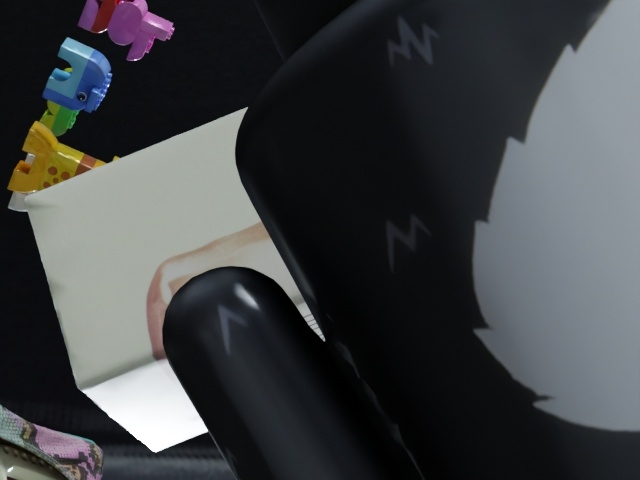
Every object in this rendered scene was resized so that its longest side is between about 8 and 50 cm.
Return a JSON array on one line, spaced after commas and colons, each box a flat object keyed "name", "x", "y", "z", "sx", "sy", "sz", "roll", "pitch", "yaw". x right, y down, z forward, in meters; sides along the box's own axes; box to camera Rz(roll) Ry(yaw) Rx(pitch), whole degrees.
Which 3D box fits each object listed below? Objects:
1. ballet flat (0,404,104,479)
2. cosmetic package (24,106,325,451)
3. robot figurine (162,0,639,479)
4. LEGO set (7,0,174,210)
[{"name": "ballet flat", "x": -0.258, "y": 0.173, "z": 1.143, "sx": 0.077, "sy": 0.079, "sz": 0.221, "roll": -32, "pitch": -41, "yaw": 27}, {"name": "cosmetic package", "x": 0.000, "y": 0.000, "z": 0.847, "sx": 0.296, "sy": 0.153, "sz": 0.129, "roll": -22, "pitch": -115, "yaw": 4}, {"name": "robot figurine", "x": 0.085, "y": 0.003, "z": 0.409, "sx": 0.209, "sy": 0.173, "sz": 0.278, "roll": -31, "pitch": -97, "yaw": 21}, {"name": "LEGO set", "x": -0.179, "y": -0.086, "z": 1.147, "sx": 0.093, "sy": 0.087, "sz": 0.227, "roll": 24, "pitch": -61, "yaw": -7}]
